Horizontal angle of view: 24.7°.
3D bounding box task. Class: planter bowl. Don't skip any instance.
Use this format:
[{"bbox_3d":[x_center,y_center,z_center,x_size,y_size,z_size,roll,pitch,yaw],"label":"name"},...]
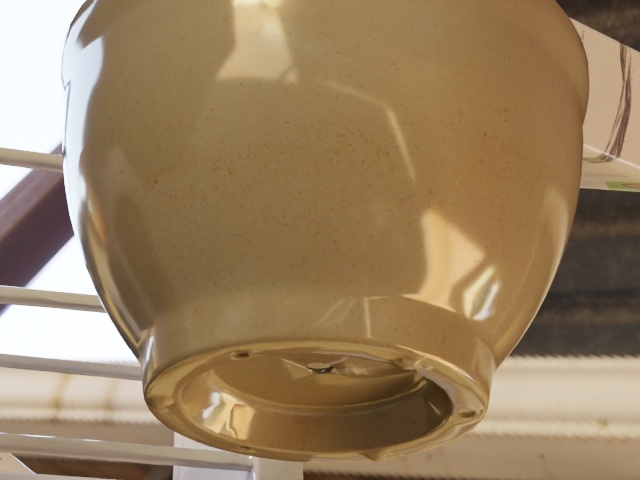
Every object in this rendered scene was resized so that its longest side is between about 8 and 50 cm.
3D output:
[{"bbox_3d":[0.000,0.000,0.427,0.162,0.109,0.162,1,-28,1],"label":"planter bowl"}]

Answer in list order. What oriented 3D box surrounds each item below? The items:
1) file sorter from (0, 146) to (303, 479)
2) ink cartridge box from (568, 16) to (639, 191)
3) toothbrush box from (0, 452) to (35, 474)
[{"bbox_3d":[-0.111,0.124,0.605,0.173,0.277,0.193,6,-35,-13],"label":"file sorter"},{"bbox_3d":[0.220,-0.131,1.415,0.198,0.273,0.115,7,-96,46],"label":"ink cartridge box"},{"bbox_3d":[-0.275,0.283,1.009,0.206,0.283,0.122,44,-56,-16],"label":"toothbrush box"}]
